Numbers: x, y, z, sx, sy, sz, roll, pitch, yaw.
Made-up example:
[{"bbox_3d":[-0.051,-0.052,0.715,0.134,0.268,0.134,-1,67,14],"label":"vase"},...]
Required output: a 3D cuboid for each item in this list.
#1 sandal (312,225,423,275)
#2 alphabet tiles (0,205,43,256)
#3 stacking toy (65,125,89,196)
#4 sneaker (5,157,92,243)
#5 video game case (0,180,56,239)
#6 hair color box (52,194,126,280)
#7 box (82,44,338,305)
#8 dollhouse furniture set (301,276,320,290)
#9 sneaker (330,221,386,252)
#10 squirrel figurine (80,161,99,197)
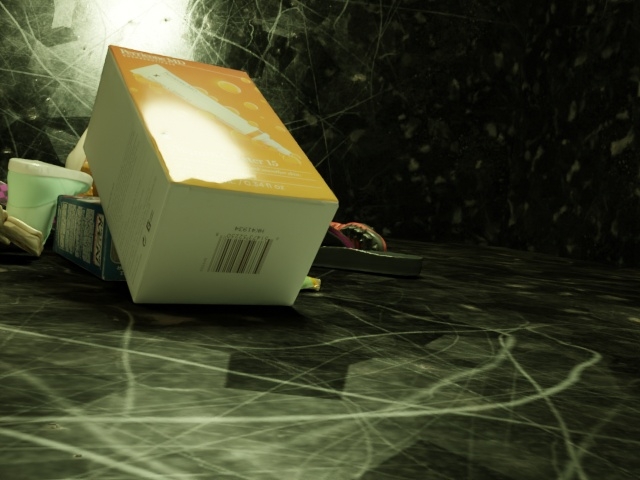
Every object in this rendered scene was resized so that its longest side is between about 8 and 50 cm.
[{"bbox_3d":[0.002,0.000,1.572,0.445,0.107,0.167,6,3,10],"label":"sandal"},{"bbox_3d":[-0.545,-0.066,1.083,0.284,0.021,0.278,33,-19,-11],"label":"alphabet tiles"},{"bbox_3d":[-0.446,-0.122,2.009,0.479,0.351,0.350,25,2,-4],"label":"stacking toy"},{"bbox_3d":[-0.501,-0.064,1.308,0.094,0.151,0.256,13,3,5],"label":"sneaker"},{"bbox_3d":[-0.601,-0.064,1.413,0.210,0.042,0.232,8,-19,41],"label":"video game case"},{"bbox_3d":[-0.301,-0.008,1.147,0.173,0.105,0.347,4,4,-31],"label":"hair color box"},{"bbox_3d":[-0.160,-0.090,0.944,0.215,0.168,0.345,4,35,-33],"label":"box"},{"bbox_3d":[-0.069,0.040,1.136,0.076,0.059,0.151,3,4,-42],"label":"dollhouse furniture set"},{"bbox_3d":[0.097,0.006,1.749,0.135,0.098,0.276,2,3,-26],"label":"sneaker"},{"bbox_3d":[-0.364,-0.089,1.611,0.397,0.281,0.370,-21,1,39],"label":"squirrel figurine"}]
